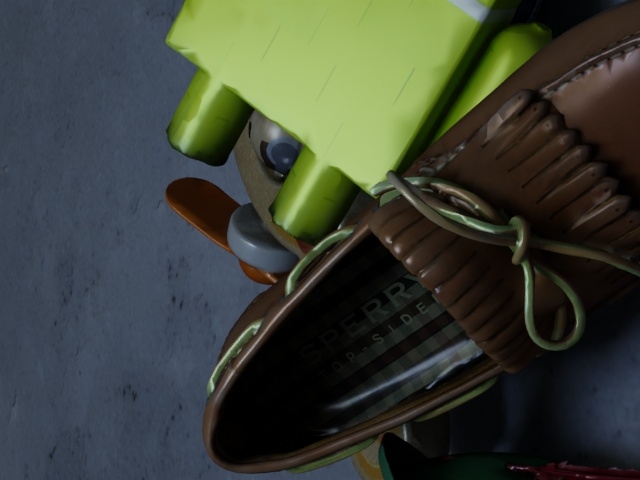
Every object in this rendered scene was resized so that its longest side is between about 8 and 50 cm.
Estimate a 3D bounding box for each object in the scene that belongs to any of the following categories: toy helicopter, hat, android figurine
[{"bbox_3d":[0.000,0.000,1.195,0.235,0.140,0.355,-50,50,51],"label":"toy helicopter"},{"bbox_3d":[0.156,0.134,0.996,0.183,0.173,0.208,-38,39,10],"label":"hat"},{"bbox_3d":[0.021,-0.140,1.053,0.248,0.056,0.273,36,110,19],"label":"android figurine"}]

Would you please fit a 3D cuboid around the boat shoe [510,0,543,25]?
[{"bbox_3d":[0.119,-0.195,1.053,0.083,0.065,0.183,10,98,59],"label":"boat shoe"}]

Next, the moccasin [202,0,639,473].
[{"bbox_3d":[0.078,0.006,0.952,0.380,0.147,0.139,-30,102,30],"label":"moccasin"}]
